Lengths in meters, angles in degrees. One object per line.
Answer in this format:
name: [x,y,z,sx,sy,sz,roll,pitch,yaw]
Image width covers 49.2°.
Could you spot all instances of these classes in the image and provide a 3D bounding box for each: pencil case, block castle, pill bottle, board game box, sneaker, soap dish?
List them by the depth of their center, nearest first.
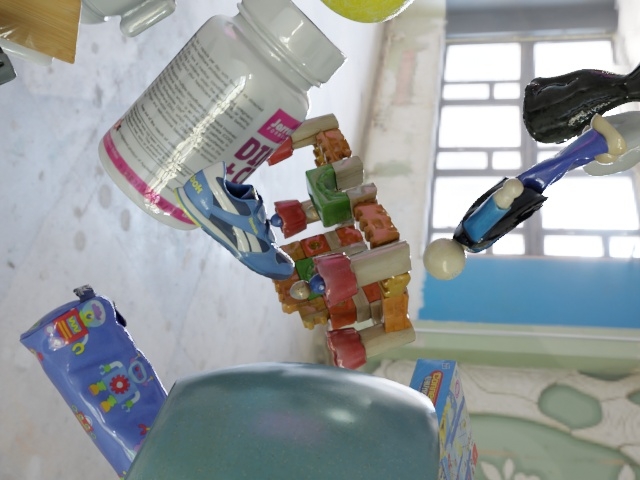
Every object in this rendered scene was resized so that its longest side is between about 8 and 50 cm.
sneaker: [-0.069,-0.016,0.662,0.144,0.059,0.053,43,6,-29]
pill bottle: [-0.113,-0.160,0.828,0.160,0.283,0.160,43,14,-13]
soap dish: [-0.451,-0.366,0.885,0.291,0.118,0.229,15,42,-44]
pencil case: [-0.274,0.210,0.958,0.133,0.119,0.306,-36,97,-36]
block castle: [0.000,0.000,1.326,0.303,0.213,0.453,81,-11,-48]
board game box: [0.234,0.457,1.425,0.302,0.086,0.308,-62,142,-48]

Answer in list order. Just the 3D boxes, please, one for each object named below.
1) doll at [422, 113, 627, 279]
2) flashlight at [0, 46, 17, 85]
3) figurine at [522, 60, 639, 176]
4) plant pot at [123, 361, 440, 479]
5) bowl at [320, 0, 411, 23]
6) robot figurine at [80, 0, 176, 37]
doll: [0.165,-0.033,0.596,0.046,0.189,0.129,54,6,11]
flashlight: [-0.509,-0.170,0.780,0.103,0.304,0.103,25,-40,63]
figurine: [0.412,-0.162,0.908,0.215,0.209,0.092,21,72,-36]
plant pot: [-0.061,0.215,0.574,0.290,0.195,0.290,-61,-174,11]
bowl: [0.110,-0.572,1.306,0.156,0.289,0.289,177,-85,-65]
robot figurine: [-0.406,-0.552,1.357,0.300,0.353,0.200,60,13,-22]
